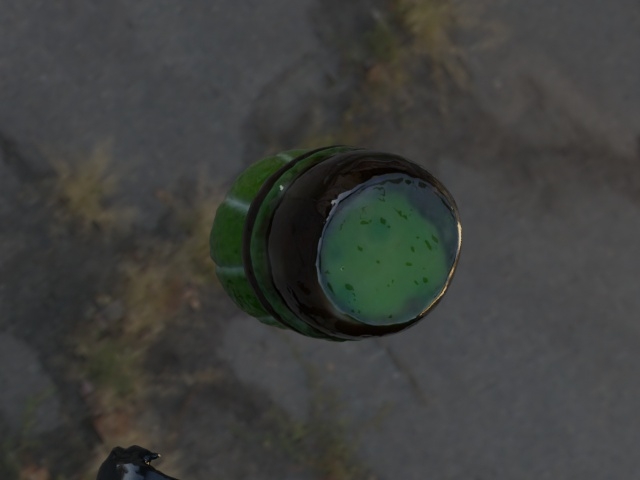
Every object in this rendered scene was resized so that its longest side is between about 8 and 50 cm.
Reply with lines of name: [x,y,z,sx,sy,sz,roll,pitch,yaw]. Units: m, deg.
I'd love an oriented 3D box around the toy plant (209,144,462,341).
toy plant: [0.000,0.000,0.895,0.092,0.162,0.093,-2,94,-22]

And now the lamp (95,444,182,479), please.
lamp: [0.083,0.236,0.903,0.374,0.272,0.205,24,74,-26]
